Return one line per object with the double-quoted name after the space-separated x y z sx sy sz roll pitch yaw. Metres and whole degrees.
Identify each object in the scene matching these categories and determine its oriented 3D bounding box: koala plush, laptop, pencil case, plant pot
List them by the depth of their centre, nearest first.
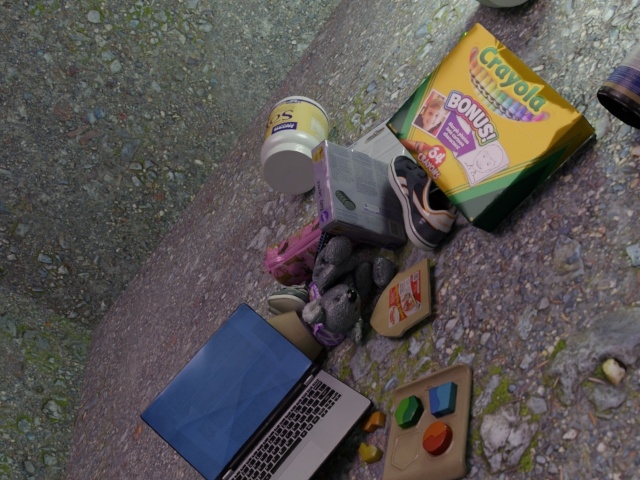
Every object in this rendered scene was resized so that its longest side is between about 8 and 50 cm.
-0.161 0.396 1.601 0.382 0.236 0.408 -48 24 -13 "laptop"
0.054 0.144 1.745 0.203 0.196 0.221 -42 29 48 "koala plush"
-0.137 0.317 1.845 0.274 0.256 0.256 -38 26 3 "plant pot"
0.017 0.189 1.862 0.086 0.088 0.206 -48 26 21 "pencil case"
0.000 0.000 2.029 0.386 0.167 0.160 -36 30 39 "pencil case"

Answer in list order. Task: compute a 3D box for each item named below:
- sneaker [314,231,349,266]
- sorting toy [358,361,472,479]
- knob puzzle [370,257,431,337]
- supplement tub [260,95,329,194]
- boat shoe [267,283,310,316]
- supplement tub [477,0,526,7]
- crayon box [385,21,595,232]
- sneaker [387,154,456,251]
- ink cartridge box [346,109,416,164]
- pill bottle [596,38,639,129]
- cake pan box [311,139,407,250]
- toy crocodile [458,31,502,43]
0.034 0.015 1.856 0.090 0.081 0.232 -68 -8 -46 "sneaker"
0.173 0.384 1.383 0.307 0.041 0.229 -34 33 41 "sorting toy"
0.194 0.155 1.641 0.213 0.030 0.213 -42 29 29 "knob puzzle"
-0.094 -0.350 2.551 0.241 0.241 0.331 -39 29 34 "supplement tub"
-0.085 0.163 1.987 0.099 0.116 0.319 -63 4 -16 "boat shoe"
0.501 -0.813 2.007 0.235 0.235 0.325 -48 26 19 "supplement tub"
0.365 -0.255 1.549 0.313 0.106 0.363 -48 54 20 "crayon box"
0.265 -0.124 1.739 0.127 0.126 0.321 -47 37 32 "sneaker"
0.168 -0.223 2.113 0.324 0.071 0.330 -31 32 43 "ink cartridge box"
0.635 -0.326 1.292 0.219 0.123 0.123 -52 24 9 "pill bottle"
0.105 -0.115 1.803 0.070 0.267 0.245 -32 55 43 "cake pan box"
0.430 -0.469 1.873 0.340 0.115 0.105 -83 9 -46 "toy crocodile"
